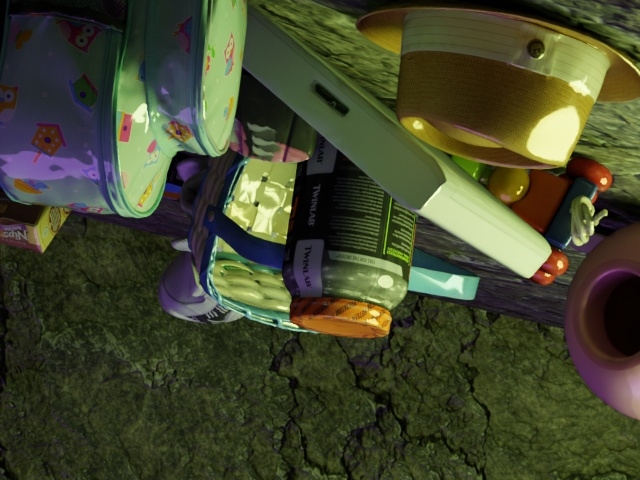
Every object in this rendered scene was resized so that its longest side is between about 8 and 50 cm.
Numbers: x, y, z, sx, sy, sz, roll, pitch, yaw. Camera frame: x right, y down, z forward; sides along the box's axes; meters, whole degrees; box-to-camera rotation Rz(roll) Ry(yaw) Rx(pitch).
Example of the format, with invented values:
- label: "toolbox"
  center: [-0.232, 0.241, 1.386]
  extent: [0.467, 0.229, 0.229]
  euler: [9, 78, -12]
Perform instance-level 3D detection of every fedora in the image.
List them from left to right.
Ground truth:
- label: "fedora"
  center: [0.111, -0.094, 0.969]
  extent: [0.194, 0.079, 0.194]
  euler: [13, 175, 1]

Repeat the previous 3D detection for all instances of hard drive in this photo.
- label: "hard drive"
  center: [0.059, -0.067, 1.137]
  extent: [0.203, 0.040, 0.307]
  euler: [42, -172, 22]

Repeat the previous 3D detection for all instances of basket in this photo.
- label: "basket"
  center: [0.000, 0.000, 1.567]
  extent: [0.255, 0.201, 0.289]
  euler: [12, -176, -24]

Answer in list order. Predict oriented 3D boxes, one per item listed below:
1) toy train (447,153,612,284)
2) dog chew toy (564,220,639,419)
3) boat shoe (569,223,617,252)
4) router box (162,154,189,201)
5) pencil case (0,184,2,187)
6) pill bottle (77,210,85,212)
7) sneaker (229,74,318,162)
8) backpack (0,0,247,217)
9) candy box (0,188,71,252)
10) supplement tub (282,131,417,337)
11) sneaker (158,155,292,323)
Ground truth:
- label: "toy train"
  center: [0.170, -0.045, 1.307]
  extent: [0.143, 0.105, 0.248]
  euler: [28, 175, 5]
- label: "dog chew toy"
  center: [0.403, 0.088, 1.538]
  extent: [0.332, 0.206, 0.207]
  euler: [9, 180, -43]
- label: "boat shoe"
  center: [0.268, -0.017, 1.590]
  extent: [0.133, 0.042, 0.049]
  euler: [16, 154, -18]
- label: "router box"
  center: [-0.207, -0.088, 2.028]
  extent: [0.133, 0.046, 0.179]
  euler: [16, 174, -28]
- label: "pencil case"
  center: [-0.390, -0.129, 1.681]
  extent: [0.133, 0.119, 0.306]
  euler: [34, -171, 39]
- label: "pill bottle"
  center: [-0.392, -0.096, 2.110]
  extent: [0.103, 0.103, 0.184]
  euler: [9, 172, 41]
- label: "sneaker"
  center: [-0.083, -0.121, 1.343]
  extent: [0.178, 0.072, 0.077]
  euler: [21, -173, 5]
- label: "backpack"
  center: [-0.118, -0.105, 0.868]
  extent: [0.144, 0.188, 0.166]
  euler: [14, 174, 5]
- label: "candy box"
  center: [-0.353, -0.074, 1.861]
  extent: [0.109, 0.186, 0.053]
  euler: [12, 139, 15]
- label: "supplement tub"
  center: [0.029, -0.013, 1.362]
  extent: [0.117, 0.190, 0.117]
  euler: [8, 166, 2]
- label: "sneaker"
  center: [-0.133, -0.007, 1.917]
  extent: [0.210, 0.137, 0.366]
  euler: [24, 146, -38]
